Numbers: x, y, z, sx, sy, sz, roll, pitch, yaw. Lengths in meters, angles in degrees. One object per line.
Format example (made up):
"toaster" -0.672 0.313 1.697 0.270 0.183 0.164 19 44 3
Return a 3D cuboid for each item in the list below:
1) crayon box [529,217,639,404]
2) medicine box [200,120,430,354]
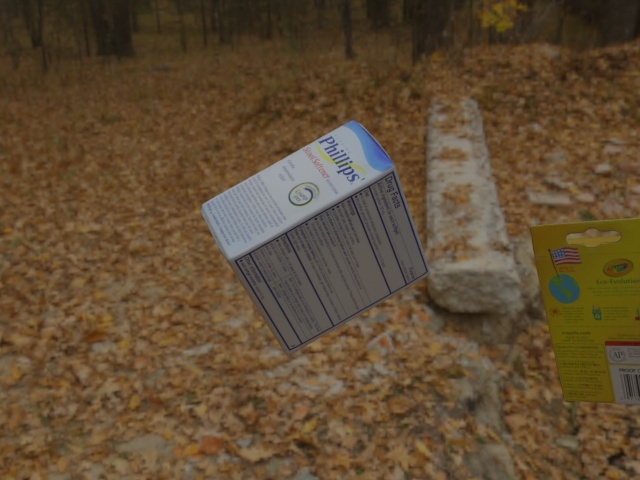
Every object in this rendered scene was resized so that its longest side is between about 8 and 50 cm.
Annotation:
"crayon box" 0.467 0.105 1.302 0.202 0.318 0.081 -3 20 36
"medicine box" 0.000 0.000 1.323 0.289 0.263 0.149 -30 45 -5
